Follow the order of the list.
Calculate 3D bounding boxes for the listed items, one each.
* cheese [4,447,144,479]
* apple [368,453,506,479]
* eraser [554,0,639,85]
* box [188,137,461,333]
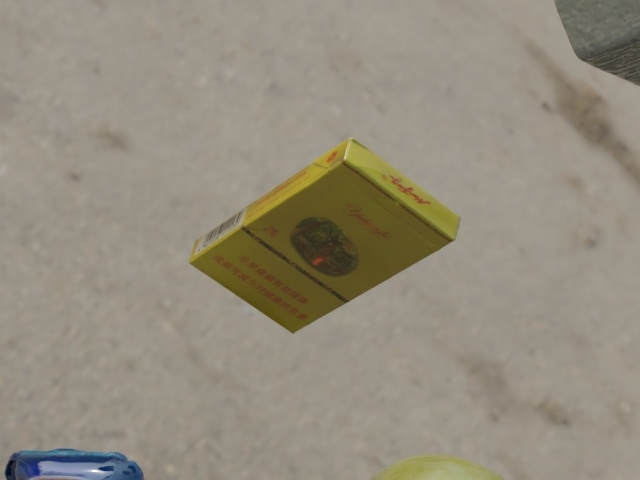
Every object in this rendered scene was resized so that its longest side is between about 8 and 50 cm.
[{"bbox_3d":[-0.147,0.293,1.364,0.129,0.217,0.329,-52,138,-60],"label":"cheese"},{"bbox_3d":[0.109,0.362,1.935,0.254,0.292,0.292,40,24,0],"label":"apple"},{"bbox_3d":[0.192,-0.266,1.367,0.077,0.111,0.352,-24,94,-32],"label":"eraser"},{"bbox_3d":[0.000,0.000,1.143,0.087,0.155,0.023,38,48,-20],"label":"box"}]
